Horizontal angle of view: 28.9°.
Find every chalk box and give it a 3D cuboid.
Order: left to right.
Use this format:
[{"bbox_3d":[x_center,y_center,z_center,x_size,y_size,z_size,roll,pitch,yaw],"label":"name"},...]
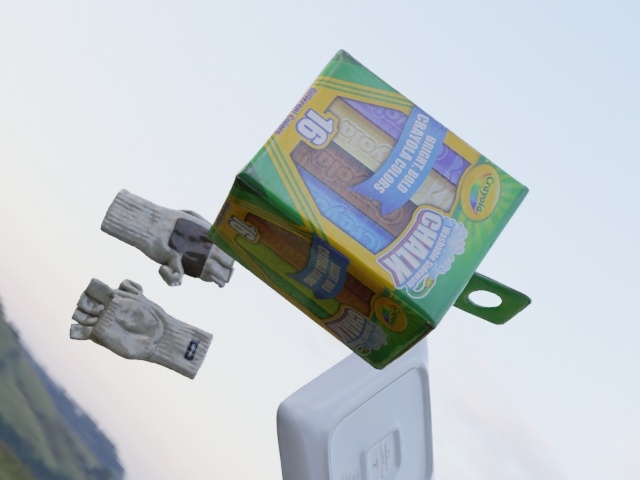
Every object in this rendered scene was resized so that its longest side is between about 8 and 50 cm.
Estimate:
[{"bbox_3d":[0.048,-0.002,0.879,0.213,0.132,0.132,38,-25,2],"label":"chalk box"}]

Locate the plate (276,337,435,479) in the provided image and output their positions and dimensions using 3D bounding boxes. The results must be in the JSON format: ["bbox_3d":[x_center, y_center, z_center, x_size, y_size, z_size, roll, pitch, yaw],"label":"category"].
[{"bbox_3d":[0.061,0.262,1.517,0.045,0.278,0.277,16,-59,38],"label":"plate"}]

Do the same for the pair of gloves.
[{"bbox_3d":[-0.235,0.061,1.785,0.204,0.240,0.042,19,-18,-11],"label":"pair of gloves"}]
